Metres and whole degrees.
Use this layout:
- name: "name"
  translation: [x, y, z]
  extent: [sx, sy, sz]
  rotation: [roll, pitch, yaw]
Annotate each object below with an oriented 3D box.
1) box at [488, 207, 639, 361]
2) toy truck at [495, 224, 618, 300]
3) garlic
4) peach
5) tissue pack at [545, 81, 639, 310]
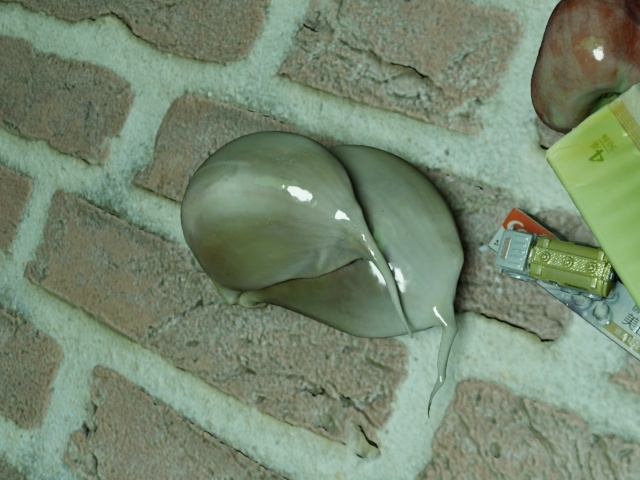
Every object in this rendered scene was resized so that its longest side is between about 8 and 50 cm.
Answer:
- name: "box"
  translation: [0.269, 0.046, 0.940]
  extent: [0.218, 0.039, 0.055]
  rotation: [42, 104, 31]
- name: "toy truck"
  translation: [0.233, 0.021, 0.906]
  extent: [0.123, 0.063, 0.052]
  rotation: [15, 88, 33]
- name: "garlic"
  translation: [0.000, 0.000, 1.009]
  extent: [0.340, 0.231, 0.245]
  rotation: [27, 92, 39]
- name: "peach"
  translation: [0.287, -0.185, 0.935]
  extent: [0.152, 0.152, 0.152]
  rotation: [-7, 76, 31]
- name: "tissue pack"
  translation: [0.332, -0.013, 0.836]
  extent: [0.125, 0.159, 0.234]
  rotation: [-41, 61, 32]
